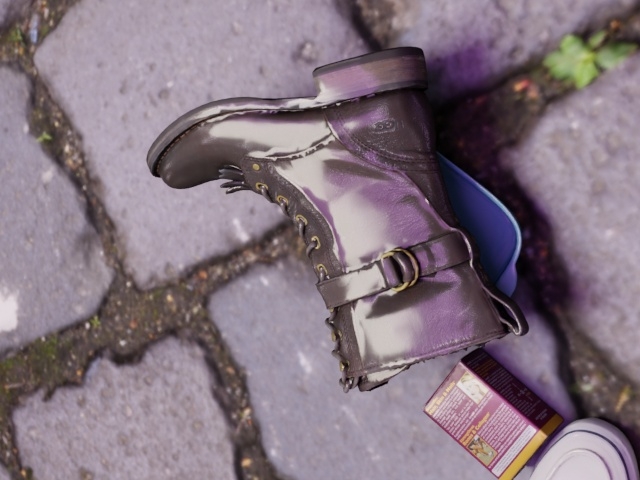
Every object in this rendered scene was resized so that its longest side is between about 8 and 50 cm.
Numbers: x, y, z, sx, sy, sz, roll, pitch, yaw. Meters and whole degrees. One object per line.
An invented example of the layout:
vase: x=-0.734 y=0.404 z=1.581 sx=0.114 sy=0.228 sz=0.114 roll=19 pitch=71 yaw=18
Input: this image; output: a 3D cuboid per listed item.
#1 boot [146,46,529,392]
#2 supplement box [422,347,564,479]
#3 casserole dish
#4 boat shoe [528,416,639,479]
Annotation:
boot: x=0.000 y=0.000 z=0.699 sx=0.263 sy=0.091 sz=0.229 roll=-15 pitch=89 yaw=30
supplement box: x=0.127 y=0.129 z=0.712 sx=0.083 sy=0.043 sz=0.055 roll=42 pitch=116 yaw=18
casserole dish: x=0.073 y=-0.016 z=0.727 sx=0.188 sy=0.037 sz=0.114 roll=39 pitch=115 yaw=19
boat shoe: x=0.168 y=0.240 z=0.685 sx=0.083 sy=0.076 sz=0.226 roll=18 pitch=106 yaw=27
